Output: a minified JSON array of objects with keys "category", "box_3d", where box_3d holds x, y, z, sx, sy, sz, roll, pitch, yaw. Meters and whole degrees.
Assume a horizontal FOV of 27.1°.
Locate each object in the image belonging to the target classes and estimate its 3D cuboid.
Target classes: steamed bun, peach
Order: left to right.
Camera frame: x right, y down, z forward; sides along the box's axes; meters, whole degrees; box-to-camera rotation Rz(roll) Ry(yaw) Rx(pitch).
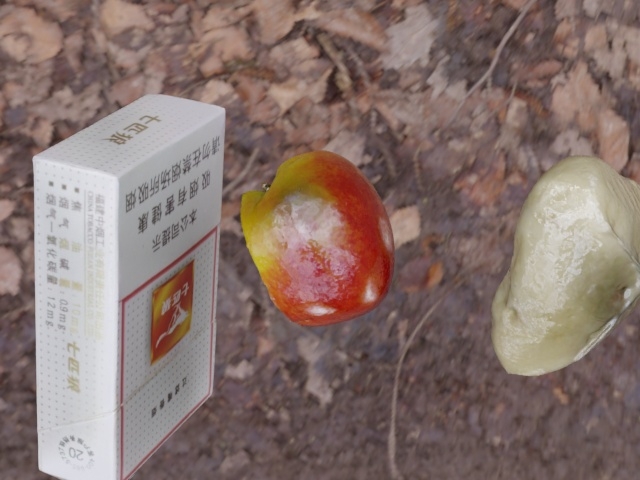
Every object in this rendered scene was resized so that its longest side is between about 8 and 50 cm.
[{"category":"peach","box_3d":[0.002,0.001,1.141,0.118,0.151,0.151,29,118,39]},{"category":"steamed bun","box_3d":[0.258,0.024,1.262,0.231,0.212,0.110,-46,52,-11]}]

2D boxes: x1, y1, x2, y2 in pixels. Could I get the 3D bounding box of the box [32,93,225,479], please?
[{"category":"box","box_3d":[-0.181,0.047,1.276,0.095,0.210,0.330,15,117,18]}]
